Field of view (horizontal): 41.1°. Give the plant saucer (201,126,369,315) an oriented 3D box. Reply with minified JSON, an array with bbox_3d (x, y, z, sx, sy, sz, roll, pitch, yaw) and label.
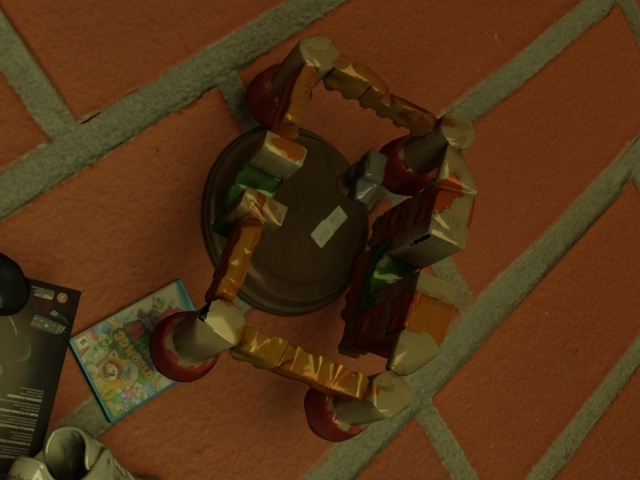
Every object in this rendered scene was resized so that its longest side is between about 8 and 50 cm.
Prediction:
[{"bbox_3d":[-0.037,-0.032,1.216,0.278,0.041,0.277,5,81,-34],"label":"plant saucer"}]

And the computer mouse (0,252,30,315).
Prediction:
[{"bbox_3d":[-0.355,-0.001,0.898,0.071,0.242,0.041,14,112,-40],"label":"computer mouse"}]

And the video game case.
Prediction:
[{"bbox_3d":[-0.223,0.138,1.088,0.166,0.015,0.119,-30,101,-32],"label":"video game case"}]

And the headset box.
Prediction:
[{"bbox_3d":[-0.405,0.170,0.906,0.218,0.110,0.293,20,74,-32],"label":"headset box"}]

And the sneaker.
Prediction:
[{"bbox_3d":[-0.236,0.276,0.928,0.305,0.114,0.152,21,77,-72],"label":"sneaker"}]

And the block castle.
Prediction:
[{"bbox_3d":[0.000,0.000,1.094,0.303,0.213,0.453,25,64,-17],"label":"block castle"}]
